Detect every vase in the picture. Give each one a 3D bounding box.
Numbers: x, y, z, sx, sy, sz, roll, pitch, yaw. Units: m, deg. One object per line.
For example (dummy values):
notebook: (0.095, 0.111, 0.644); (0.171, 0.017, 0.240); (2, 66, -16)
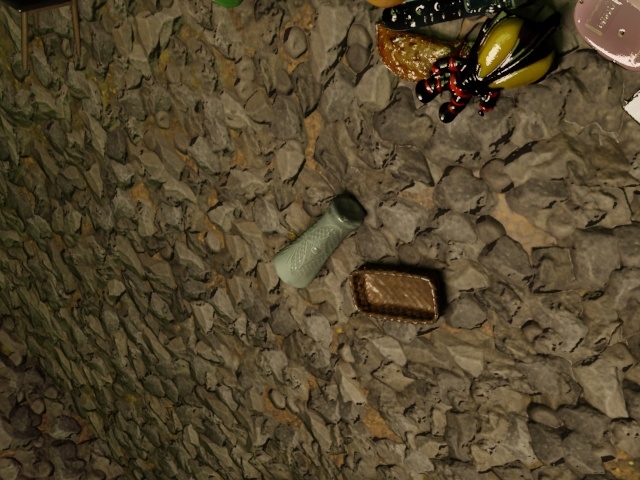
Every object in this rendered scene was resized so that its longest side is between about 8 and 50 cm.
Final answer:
vase: (0.000, 0.000, 1.508); (0.096, 0.096, 0.219); (49, 132, 7)

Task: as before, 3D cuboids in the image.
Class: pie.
pie: (0.165, -0.299, 1.244); (0.191, 0.033, 0.088); (21, 129, 30)

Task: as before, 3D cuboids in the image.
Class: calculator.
calculator: (0.425, -0.289, 1.039); (0.166, 0.024, 0.103); (38, 132, 16)

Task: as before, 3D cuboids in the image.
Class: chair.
chair: (-0.648, -0.548, 1.680); (0.188, 0.166, 0.272); (33, 131, 21)

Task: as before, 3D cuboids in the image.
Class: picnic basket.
picnic basket: (0.149, 0.099, 1.462); (0.193, 0.055, 0.110); (6, 116, 38)

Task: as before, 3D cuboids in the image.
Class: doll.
doll: (0.260, -0.261, 1.150); (0.248, 0.127, 0.088); (-26, 62, 42)

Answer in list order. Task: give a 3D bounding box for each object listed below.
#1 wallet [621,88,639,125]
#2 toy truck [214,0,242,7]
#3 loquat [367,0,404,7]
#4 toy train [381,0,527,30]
wallet: (0.549, -0.222, 0.948); (0.169, 0.044, 0.317); (41, 136, 2)
toy truck: (-0.144, -0.528, 1.325); (0.125, 0.101, 0.242); (47, 136, 5)
loquat: (0.112, -0.423, 1.155); (0.137, 0.137, 0.113); (-10, 121, 42)
toy train: (0.198, -0.364, 1.167); (0.234, 0.051, 0.052); (2, 114, 43)
